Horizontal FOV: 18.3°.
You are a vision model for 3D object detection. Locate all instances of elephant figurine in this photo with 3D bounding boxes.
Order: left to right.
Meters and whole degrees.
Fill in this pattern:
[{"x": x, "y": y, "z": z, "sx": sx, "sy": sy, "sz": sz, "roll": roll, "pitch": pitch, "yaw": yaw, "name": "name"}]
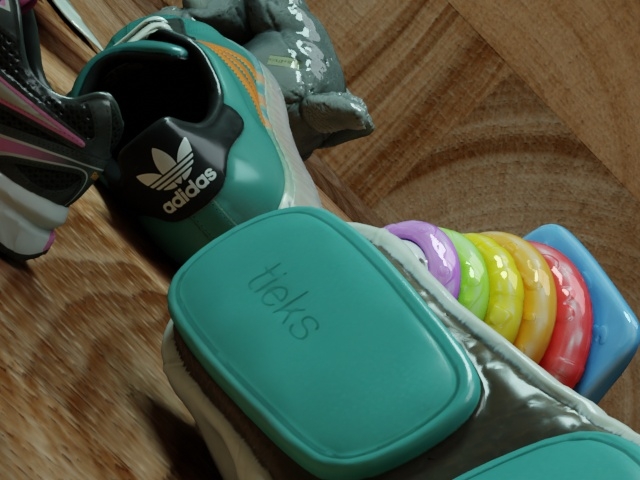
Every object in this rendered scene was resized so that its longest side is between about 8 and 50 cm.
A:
[{"x": -0.043, "y": -0.098, "z": 1.574, "sx": 0.239, "sy": 0.169, "sz": 0.186, "roll": 71, "pitch": 9, "yaw": -61, "name": "elephant figurine"}]

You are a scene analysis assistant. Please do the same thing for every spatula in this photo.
[{"x": -0.270, "y": -0.259, "z": 1.684, "sx": 0.168, "sy": 0.019, "sz": 0.242, "roll": 41, "pitch": 6, "yaw": -38, "name": "spatula"}]

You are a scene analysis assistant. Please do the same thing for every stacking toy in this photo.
[{"x": 0.084, "y": 0.048, "z": 1.533, "sx": 0.302, "sy": 0.175, "sz": 0.166, "roll": 23, "pitch": 25, "yaw": -43, "name": "stacking toy"}]

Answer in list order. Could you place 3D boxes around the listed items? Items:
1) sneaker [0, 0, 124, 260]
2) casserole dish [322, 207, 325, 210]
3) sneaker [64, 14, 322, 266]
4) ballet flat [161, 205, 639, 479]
[{"x": -0.146, "y": -0.080, "z": 0.753, "sx": 0.178, "sy": 0.077, "sz": 0.072, "roll": 45, "pitch": 3, "yaw": -6, "name": "sneaker"}, {"x": 0.000, "y": 0.000, "z": 1.728, "sx": 0.114, "sy": 0.037, "sz": 0.188, "roll": 45, "pitch": 5, "yaw": -17, "name": "casserole dish"}, {"x": -0.088, "y": -0.081, "z": 1.132, "sx": 0.121, "sy": 0.108, "sz": 0.302, "roll": 48, "pitch": 4, "yaw": -30, "name": "sneaker"}, {"x": 0.050, "y": 0.112, "z": 0.627, "sx": 0.139, "sy": 0.139, "sz": 0.400, "roll": 44, "pitch": 4, "yaw": -28, "name": "ballet flat"}]
